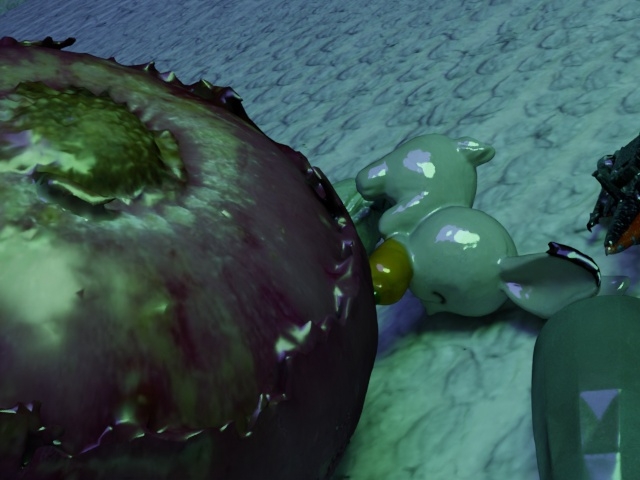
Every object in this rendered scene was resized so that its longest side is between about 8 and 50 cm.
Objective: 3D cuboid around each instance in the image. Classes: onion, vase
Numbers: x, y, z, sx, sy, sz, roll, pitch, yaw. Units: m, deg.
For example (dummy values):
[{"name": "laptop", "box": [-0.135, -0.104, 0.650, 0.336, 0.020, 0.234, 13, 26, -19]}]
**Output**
[{"name": "onion", "box": [-0.141, 0.054, 0.590, 0.358, 0.345, 0.358, -5, 40, 4]}, {"name": "vase", "box": [0.135, 0.122, 0.467, 0.086, 0.086, 0.214, -10, 32, 22]}]

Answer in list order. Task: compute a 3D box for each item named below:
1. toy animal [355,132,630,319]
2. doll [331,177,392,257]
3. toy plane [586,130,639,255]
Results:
[{"name": "toy animal", "box": [0.101, 0.002, 0.687, 0.127, 0.131, 0.182, -47, 51, 24]}, {"name": "doll", "box": [0.000, 0.000, 0.791, 0.214, 0.072, 0.103, -35, -5, -16]}, {"name": "toy plane", "box": [0.217, -0.039, 0.690, 0.189, 0.061, 0.130, -30, -10, -49]}]
